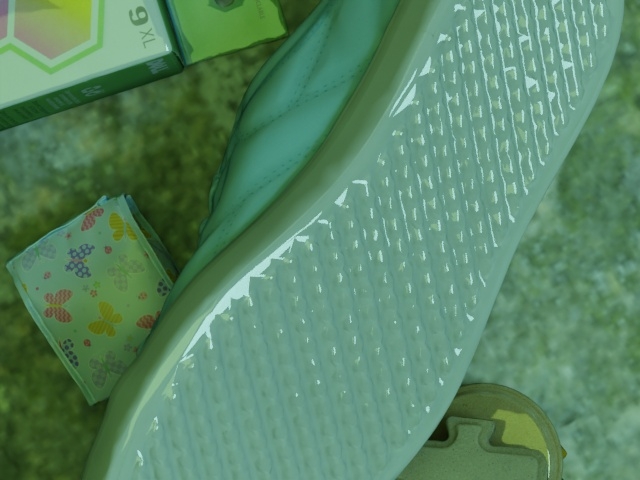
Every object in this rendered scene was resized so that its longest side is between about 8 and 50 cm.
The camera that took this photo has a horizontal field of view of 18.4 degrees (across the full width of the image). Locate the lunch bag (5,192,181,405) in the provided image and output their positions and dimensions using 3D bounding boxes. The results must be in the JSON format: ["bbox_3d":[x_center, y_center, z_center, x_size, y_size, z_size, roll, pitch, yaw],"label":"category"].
[{"bbox_3d":[-0.103,0.026,0.958,0.071,0.053,0.083,-33,96,2],"label":"lunch bag"}]

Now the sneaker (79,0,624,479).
[{"bbox_3d":[0.000,0.000,0.915,0.135,0.150,0.366,43,76,-26],"label":"sneaker"}]

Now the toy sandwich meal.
[{"bbox_3d":[0.083,0.110,0.960,0.085,0.029,0.085,-1,85,13],"label":"toy sandwich meal"}]

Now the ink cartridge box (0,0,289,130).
[{"bbox_3d":[-0.131,-0.122,0.961,0.209,0.062,0.109,-18,86,0],"label":"ink cartridge box"}]

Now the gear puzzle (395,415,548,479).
[{"bbox_3d":[0.021,0.150,0.892,0.175,0.044,0.339,4,64,14],"label":"gear puzzle"}]
